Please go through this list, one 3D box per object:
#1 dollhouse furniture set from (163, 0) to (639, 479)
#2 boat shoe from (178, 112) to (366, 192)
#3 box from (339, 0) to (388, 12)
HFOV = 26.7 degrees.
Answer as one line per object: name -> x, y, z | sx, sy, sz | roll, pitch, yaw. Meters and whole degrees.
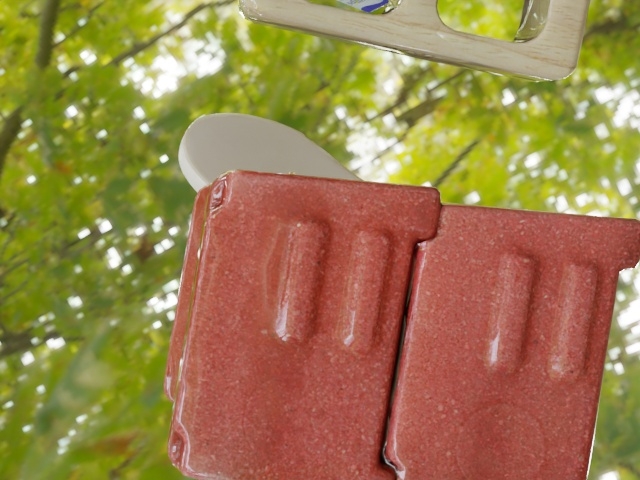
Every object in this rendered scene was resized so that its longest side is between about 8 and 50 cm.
dollhouse furniture set -> 0.040, -0.086, 0.547 | 0.201, 0.152, 0.374 | -161, 81, -83
boat shoe -> 0.000, 0.000, 1.403 | 0.340, 0.158, 0.127 | 27, -123, 0
box -> 0.034, -0.380, 1.743 | 0.137, 0.072, 0.126 | 17, -102, -26
